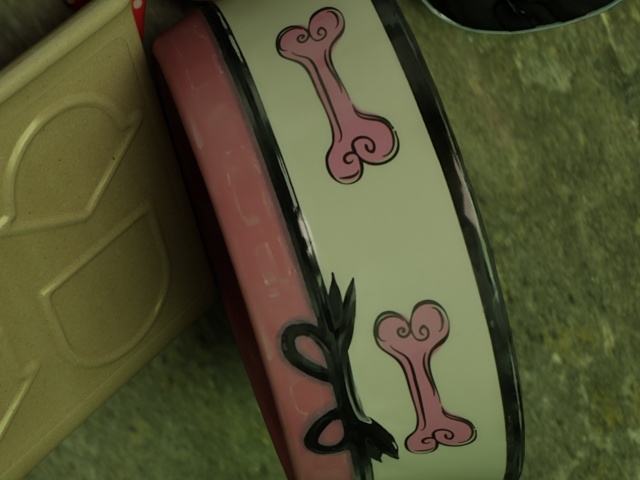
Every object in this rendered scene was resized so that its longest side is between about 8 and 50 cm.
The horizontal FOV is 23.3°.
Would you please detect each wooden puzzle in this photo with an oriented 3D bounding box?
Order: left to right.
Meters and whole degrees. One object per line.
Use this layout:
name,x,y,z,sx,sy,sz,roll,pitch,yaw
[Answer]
wooden puzzle,-0.227,0.028,1.063,0.322,0.080,0.348,-43,147,-27

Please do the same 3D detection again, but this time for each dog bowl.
dog bowl,0.000,0.000,1.090,0.150,0.408,0.408,-17,114,-7

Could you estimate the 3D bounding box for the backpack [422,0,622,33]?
backpack,0.145,-0.291,1.194,0.253,0.225,0.191,59,39,-30

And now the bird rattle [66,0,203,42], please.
bird rattle,-0.085,-0.246,1.117,0.207,0.143,0.254,4,104,-52
